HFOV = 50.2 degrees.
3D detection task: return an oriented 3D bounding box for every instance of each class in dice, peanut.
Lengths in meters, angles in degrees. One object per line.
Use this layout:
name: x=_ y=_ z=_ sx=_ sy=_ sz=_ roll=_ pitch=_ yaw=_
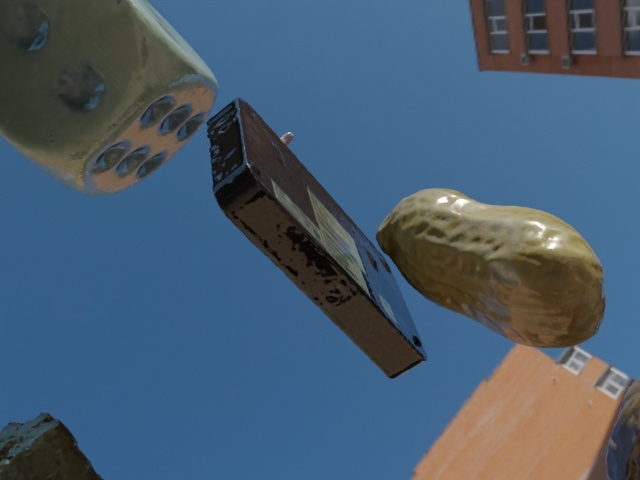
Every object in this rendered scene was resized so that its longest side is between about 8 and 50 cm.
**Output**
dice: x=-0.334 y=-0.241 z=1.023 sx=0.265 sy=0.268 sz=0.262 roll=-43 pitch=-96 yaw=5
peanut: x=0.192 y=0.020 z=0.800 sx=0.152 sy=0.313 sz=0.152 roll=-11 pitch=-70 yaw=-35

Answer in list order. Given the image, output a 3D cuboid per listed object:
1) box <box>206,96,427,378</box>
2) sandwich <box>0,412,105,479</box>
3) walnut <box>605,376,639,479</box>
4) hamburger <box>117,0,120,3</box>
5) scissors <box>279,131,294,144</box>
box: x=0.000 y=0.000 z=0.815 sx=0.058 sy=0.211 sz=0.350 roll=-34 pitch=-55 yaw=14
sandwich: x=-0.366 y=0.391 z=0.766 sx=0.325 sy=0.131 sz=0.262 roll=-44 pitch=-71 yaw=-49
walnut: x=0.355 y=0.218 z=0.626 sx=0.178 sy=0.178 sz=0.230 roll=-11 pitch=-60 yaw=-18
hamburger: x=-0.141 y=-0.319 z=0.564 sx=0.262 sy=0.139 sz=0.243 roll=-2 pitch=-55 yaw=-51
scissors: x=-0.080 y=-0.116 z=0.992 sx=0.110 sy=0.212 sz=0.021 roll=-35 pitch=-87 yaw=4
